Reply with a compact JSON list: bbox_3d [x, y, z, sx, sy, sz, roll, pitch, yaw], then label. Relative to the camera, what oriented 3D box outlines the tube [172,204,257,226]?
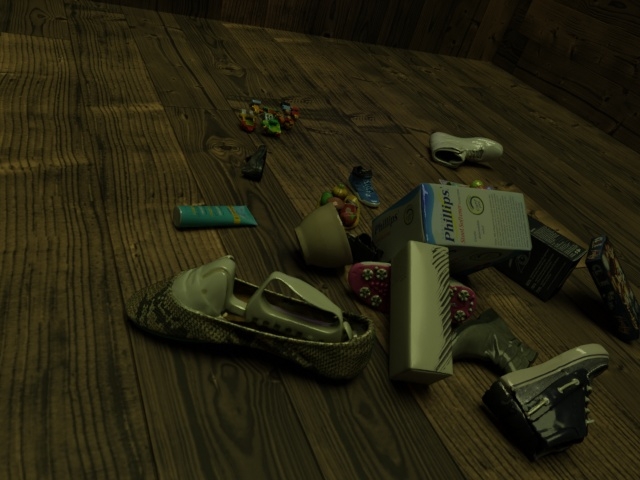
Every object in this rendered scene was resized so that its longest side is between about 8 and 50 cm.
[{"bbox_3d":[-0.264,-0.061,1.305,0.207,0.052,0.080,-3,49,-38],"label":"tube"}]

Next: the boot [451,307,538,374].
[{"bbox_3d":[0.372,0.249,1.133,0.246,0.083,0.161,-18,54,-39],"label":"boot"}]

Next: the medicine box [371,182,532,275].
[{"bbox_3d":[0.311,-0.016,1.281,0.289,0.263,0.149,3,72,-19],"label":"medicine box"}]

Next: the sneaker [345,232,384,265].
[{"bbox_3d":[0.103,0.011,1.327,0.051,0.089,0.170,-1,39,-25],"label":"sneaker"}]

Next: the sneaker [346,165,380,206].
[{"bbox_3d":[0.141,-0.174,1.605,0.058,0.084,0.152,-6,41,-31],"label":"sneaker"}]

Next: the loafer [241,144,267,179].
[{"bbox_3d":[-0.199,-0.246,1.576,0.061,0.062,0.170,9,34,-4],"label":"loafer"}]

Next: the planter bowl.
[{"bbox_3d":[0.000,0.000,1.259,0.109,0.162,0.162,-20,43,-4],"label":"planter bowl"}]

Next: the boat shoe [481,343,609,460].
[{"bbox_3d":[0.501,0.328,1.056,0.340,0.127,0.158,-11,50,-24],"label":"boat shoe"}]

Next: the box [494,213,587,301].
[{"bbox_3d":[0.600,0.041,1.453,0.108,0.153,0.207,-20,50,-42],"label":"box"}]

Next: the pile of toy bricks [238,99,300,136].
[{"bbox_3d":[-0.165,-0.409,1.796,0.212,0.118,0.105,2,69,-36],"label":"pile of toy bricks"}]

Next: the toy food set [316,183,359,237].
[{"bbox_3d":[0.057,-0.098,1.473,0.128,0.071,0.218,15,35,-4],"label":"toy food set"}]

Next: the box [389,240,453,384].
[{"bbox_3d":[0.204,0.147,1.070,0.094,0.113,0.275,10,64,-11],"label":"box"}]

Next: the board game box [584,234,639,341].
[{"bbox_3d":[0.793,0.125,1.398,0.165,0.042,0.243,-38,102,-50],"label":"board game box"}]

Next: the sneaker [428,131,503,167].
[{"bbox_3d":[0.568,-0.330,2.010,0.292,0.108,0.169,9,36,3],"label":"sneaker"}]

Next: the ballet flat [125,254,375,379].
[{"bbox_3d":[-0.123,0.125,0.984,0.483,0.182,0.164,16,35,-2],"label":"ballet flat"}]

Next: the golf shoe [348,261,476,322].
[{"bbox_3d":[0.211,0.112,1.242,0.306,0.115,0.140,16,18,-5],"label":"golf shoe"}]

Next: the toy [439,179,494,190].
[{"bbox_3d":[0.547,-0.174,1.816,0.237,0.056,0.137,5,38,-19],"label":"toy"}]
